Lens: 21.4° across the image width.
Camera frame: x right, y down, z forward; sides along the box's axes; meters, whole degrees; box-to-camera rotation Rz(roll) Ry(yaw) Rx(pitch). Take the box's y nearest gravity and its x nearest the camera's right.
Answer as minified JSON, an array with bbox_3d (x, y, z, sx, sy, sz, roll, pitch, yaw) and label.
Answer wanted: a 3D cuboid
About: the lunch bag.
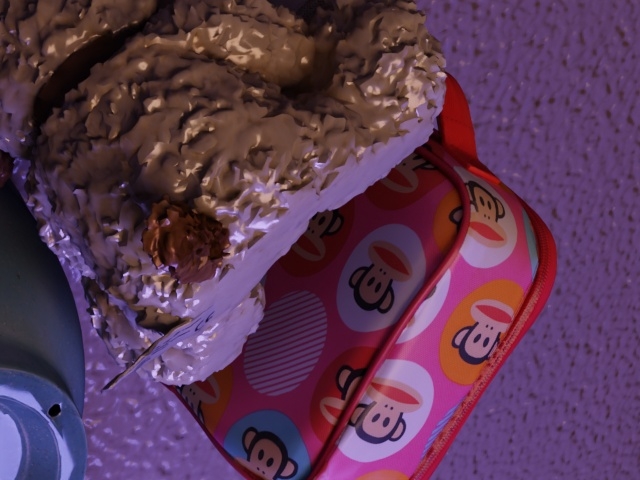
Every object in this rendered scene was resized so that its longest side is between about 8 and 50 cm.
[{"bbox_3d":[0.000,0.000,1.041,0.120,0.293,0.258,23,103,-42],"label":"lunch bag"}]

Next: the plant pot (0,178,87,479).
[{"bbox_3d":[-0.253,0.096,0.965,0.293,0.196,0.293,-21,131,-27],"label":"plant pot"}]

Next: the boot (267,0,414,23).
[{"bbox_3d":[-0.064,-0.107,0.998,0.213,0.165,0.077,-48,151,-3],"label":"boot"}]

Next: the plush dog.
[{"bbox_3d":[-0.102,-0.069,0.868,0.262,0.225,0.210,-49,165,19],"label":"plush dog"}]
